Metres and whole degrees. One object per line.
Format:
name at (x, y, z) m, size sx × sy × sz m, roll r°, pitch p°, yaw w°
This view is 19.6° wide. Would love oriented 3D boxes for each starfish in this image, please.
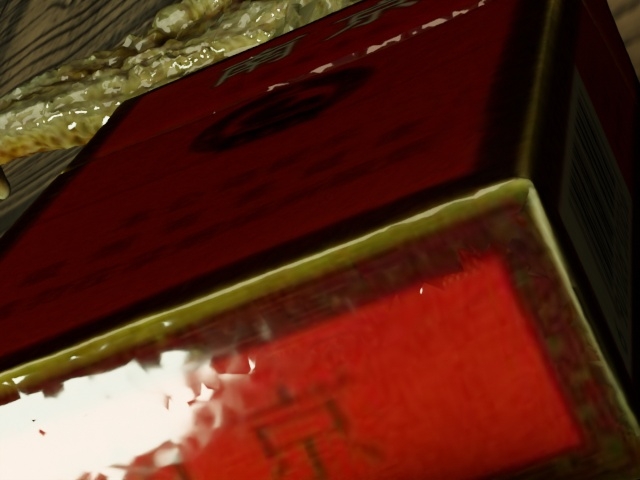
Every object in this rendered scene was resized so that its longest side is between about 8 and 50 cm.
starfish at (-0.008, -0.107, 0.699) m, size 0.327 × 0.094 × 0.375 m, roll -57°, pitch 36°, yaw 14°

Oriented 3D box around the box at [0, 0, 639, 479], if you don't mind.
box at (-0.001, -0.001, 0.448) m, size 0.153 × 0.074 × 0.240 m, roll -25°, pitch 14°, yaw 18°
